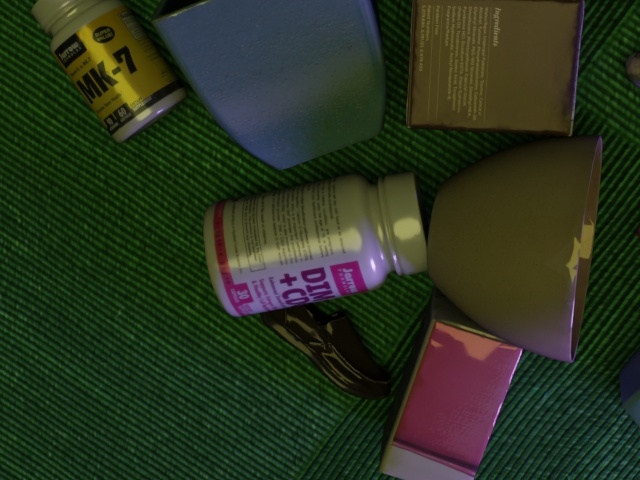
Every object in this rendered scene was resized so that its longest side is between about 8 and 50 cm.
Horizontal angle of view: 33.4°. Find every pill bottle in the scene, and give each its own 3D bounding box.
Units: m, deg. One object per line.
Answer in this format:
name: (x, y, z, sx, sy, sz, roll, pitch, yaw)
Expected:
pill bottle: (0.000, 0.000, 1.423, 0.283, 0.160, 0.160, -12, 102, 9)
pill bottle: (-0.282, -0.245, 1.422, 0.119, 0.119, 0.208, -34, 97, 13)

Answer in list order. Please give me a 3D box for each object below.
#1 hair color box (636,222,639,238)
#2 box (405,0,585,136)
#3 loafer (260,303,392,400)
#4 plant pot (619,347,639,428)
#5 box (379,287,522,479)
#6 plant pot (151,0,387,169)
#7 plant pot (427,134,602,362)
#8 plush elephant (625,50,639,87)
hair color box: (0.491, -0.067, 1.405, 0.093, 0.053, 0.167, 17, 104, 1)
box: (0.213, -0.226, 1.340, 0.203, 0.168, 0.167, 4, 103, 7)
loafer: (0.018, 0.140, 1.496, 0.220, 0.080, 0.078, 37, 105, -3)
plant pot: (0.524, 0.177, 1.409, 0.234, 0.165, 0.165, -37, 97, 21)
box: (0.176, 0.206, 1.458, 0.127, 0.148, 0.232, 18, 106, 2)
plant pot: (-0.034, -0.240, 1.337, 0.247, 0.248, 0.252, -18, 117, 10)
plant pot: (0.241, 0.000, 1.348, 0.191, 0.284, 0.284, 7, 104, 16)
plush elephant: (0.434, -0.351, 1.220, 0.255, 0.272, 0.330, 23, 96, -23)
